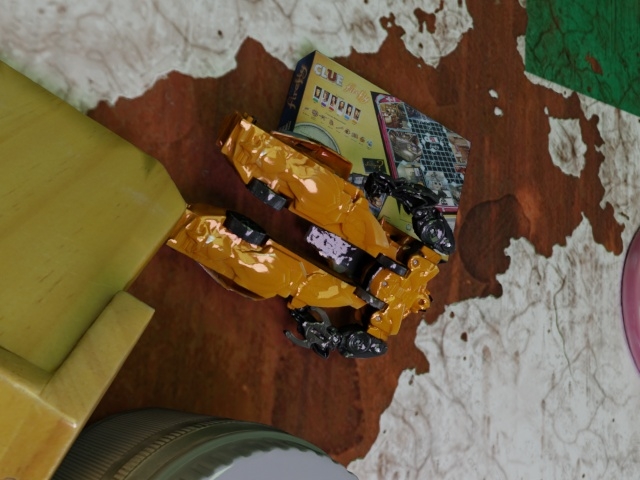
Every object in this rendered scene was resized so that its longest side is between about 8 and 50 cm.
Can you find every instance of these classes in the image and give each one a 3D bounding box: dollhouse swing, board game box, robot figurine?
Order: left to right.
[{"bbox_3d":[-0.317,0.037,0.549,0.346,0.305,0.315,32,103,-8],"label":"dollhouse swing"},{"bbox_3d":[0.000,0.000,0.766,0.291,0.085,0.211,30,99,-27],"label":"robot figurine"},{"bbox_3d":[0.062,-0.090,0.871,0.243,0.042,0.165,25,70,-27],"label":"board game box"}]

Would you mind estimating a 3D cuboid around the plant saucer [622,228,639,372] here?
[{"bbox_3d":[0.608,0.108,1.169,0.332,0.084,0.333,6,79,-33],"label":"plant saucer"}]

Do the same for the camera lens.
[{"bbox_3d":[-0.100,0.246,0.574,0.219,0.274,0.220,6,79,-32],"label":"camera lens"}]
